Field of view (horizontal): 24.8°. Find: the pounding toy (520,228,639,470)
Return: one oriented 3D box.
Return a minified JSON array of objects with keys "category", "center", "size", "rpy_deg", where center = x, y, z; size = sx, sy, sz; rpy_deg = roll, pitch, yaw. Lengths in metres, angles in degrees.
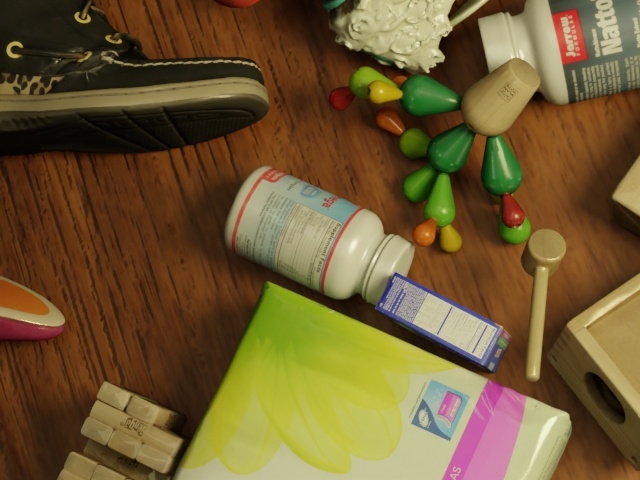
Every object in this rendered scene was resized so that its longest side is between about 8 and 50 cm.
[{"category":"pounding toy","center":[0.240,0.086,1.238],"size":[0.181,0.094,0.206],"rpy_deg":[-32,72,-16]}]

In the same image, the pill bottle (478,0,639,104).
[{"category":"pill bottle","center":[0.238,-0.180,1.309],"size":[0.180,0.108,0.108],"rpy_deg":[-13,75,8]}]

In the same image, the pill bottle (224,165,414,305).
[{"category":"pill bottle","center":[0.000,0.000,1.324],"size":[0.160,0.087,0.087],"rpy_deg":[24,83,15]}]

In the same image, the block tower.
[{"category":"block tower","center":[-0.216,0.299,1.294],"size":[0.091,0.097,0.335],"rpy_deg":[23,83,16]}]

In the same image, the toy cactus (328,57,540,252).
[{"category":"toy cactus","center":[0.118,-0.093,1.291],"size":[0.219,0.112,0.180],"rpy_deg":[50,130,8]}]

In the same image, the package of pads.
[{"category":"package of pads","center":[0.038,0.199,1.264],"size":[0.296,0.101,0.229],"rpy_deg":[24,81,16]}]

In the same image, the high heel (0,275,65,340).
[{"category":"high heel","center":[-0.367,0.089,1.397],"size":[0.244,0.082,0.117],"rpy_deg":[11,111,0]}]

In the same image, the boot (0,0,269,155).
[{"category":"boot","center":[-0.234,-0.230,1.405],"size":[0.377,0.138,0.284],"rpy_deg":[-3,76,16]}]

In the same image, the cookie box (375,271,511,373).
[{"category":"cookie box","center":[0.110,0.074,1.283],"size":[0.107,0.092,0.040],"rpy_deg":[27,87,15]}]

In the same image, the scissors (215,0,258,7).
[{"category":"scissors","center":[-0.016,-0.234,1.334],"size":[0.109,0.021,0.297],"rpy_deg":[-47,39,-5]}]

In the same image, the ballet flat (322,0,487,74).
[{"category":"ballet flat","center":[0.159,-0.329,1.366],"size":[0.147,0.147,0.409],"rpy_deg":[35,89,17]}]

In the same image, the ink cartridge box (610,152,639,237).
[{"category":"ink cartridge box","center":[0.399,-0.041,1.255],"size":[0.234,0.088,0.193],"rpy_deg":[34,87,17]}]
